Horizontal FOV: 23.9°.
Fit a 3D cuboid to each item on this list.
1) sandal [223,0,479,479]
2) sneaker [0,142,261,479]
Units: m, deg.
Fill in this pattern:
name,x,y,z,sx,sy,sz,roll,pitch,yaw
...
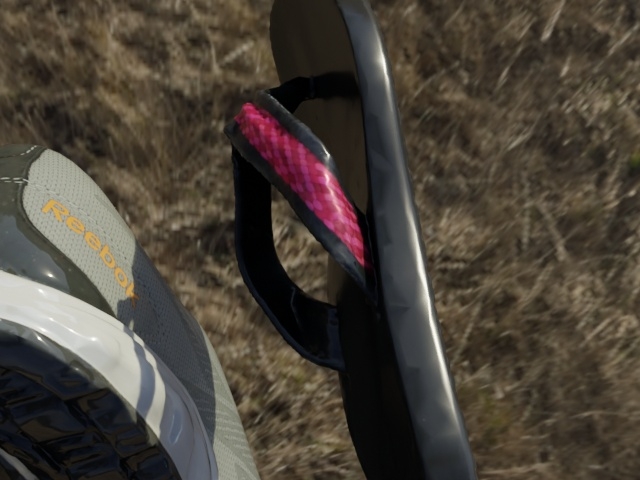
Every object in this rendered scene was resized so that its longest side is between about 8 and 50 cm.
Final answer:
name,x,y,z,sx,sy,sz,roll,pitch,yaw
sandal,0.000,0.000,0.367,0.040,0.067,0.179,-5,53,-9
sneaker,-0.053,0.084,0.467,0.100,0.271,0.108,-9,44,7
